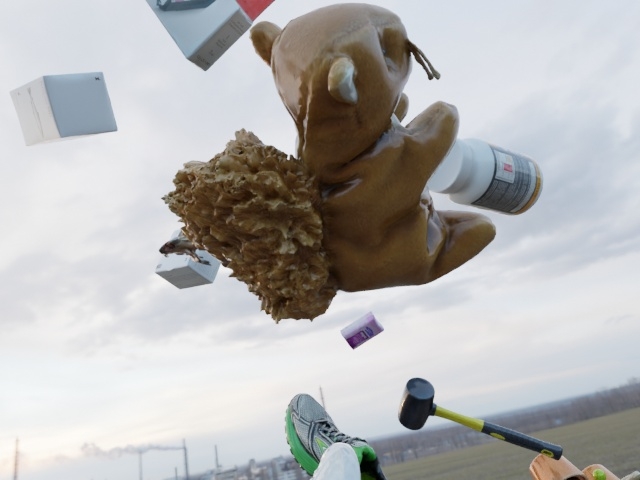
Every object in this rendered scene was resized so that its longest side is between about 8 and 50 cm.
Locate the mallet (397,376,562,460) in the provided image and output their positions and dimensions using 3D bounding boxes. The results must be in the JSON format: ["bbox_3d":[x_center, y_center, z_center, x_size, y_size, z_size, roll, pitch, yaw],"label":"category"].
[{"bbox_3d":[0.187,0.212,0.572,0.189,0.039,0.062,9,-60,19],"label":"mallet"}]

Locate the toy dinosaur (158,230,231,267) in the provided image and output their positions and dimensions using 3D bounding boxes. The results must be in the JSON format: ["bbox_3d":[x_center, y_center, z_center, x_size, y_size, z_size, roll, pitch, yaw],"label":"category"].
[{"bbox_3d":[-0.220,0.024,1.157,0.200,0.127,0.295,-35,-52,19],"label":"toy dinosaur"}]

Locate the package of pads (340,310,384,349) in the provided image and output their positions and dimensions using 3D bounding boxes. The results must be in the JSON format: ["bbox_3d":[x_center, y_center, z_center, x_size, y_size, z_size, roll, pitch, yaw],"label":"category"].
[{"bbox_3d":[0.089,0.192,1.025,0.083,0.032,0.050,-33,-61,7],"label":"package of pads"}]

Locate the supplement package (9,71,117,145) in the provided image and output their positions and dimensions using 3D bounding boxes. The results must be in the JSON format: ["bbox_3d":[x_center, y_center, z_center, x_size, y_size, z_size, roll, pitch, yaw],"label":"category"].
[{"bbox_3d":[-0.468,-0.236,0.873,0.179,0.105,0.105,3,19,42],"label":"supplement package"}]

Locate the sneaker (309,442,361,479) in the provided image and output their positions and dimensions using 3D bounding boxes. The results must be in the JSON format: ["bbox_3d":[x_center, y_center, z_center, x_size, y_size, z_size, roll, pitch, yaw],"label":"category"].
[{"bbox_3d":[-0.015,0.333,0.575,0.123,0.106,0.290,6,7,2],"label":"sneaker"}]

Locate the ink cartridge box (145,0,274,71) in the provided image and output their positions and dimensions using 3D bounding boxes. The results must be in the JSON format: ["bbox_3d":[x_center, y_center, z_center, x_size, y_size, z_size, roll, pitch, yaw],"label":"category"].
[{"bbox_3d":[-0.202,-0.482,0.856,0.239,0.275,0.060,-39,-17,13],"label":"ink cartridge box"}]

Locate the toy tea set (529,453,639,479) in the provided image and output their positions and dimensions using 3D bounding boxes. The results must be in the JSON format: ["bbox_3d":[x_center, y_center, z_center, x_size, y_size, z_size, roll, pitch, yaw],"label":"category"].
[{"bbox_3d":[0.460,0.477,0.800,0.336,0.124,0.200,26,-76,-24],"label":"toy tea set"}]

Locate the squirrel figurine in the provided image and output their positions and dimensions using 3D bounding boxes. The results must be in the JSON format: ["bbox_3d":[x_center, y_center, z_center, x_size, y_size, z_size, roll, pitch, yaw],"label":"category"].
[{"bbox_3d":[0.004,-0.087,0.630,0.397,0.281,0.370,-34,-37,-8],"label":"squirrel figurine"}]

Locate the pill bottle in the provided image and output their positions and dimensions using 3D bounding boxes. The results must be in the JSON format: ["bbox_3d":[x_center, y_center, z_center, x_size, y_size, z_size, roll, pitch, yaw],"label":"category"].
[{"bbox_3d":[0.387,-0.155,1.155,0.278,0.162,0.162,9,-31,-32],"label":"pill bottle"}]

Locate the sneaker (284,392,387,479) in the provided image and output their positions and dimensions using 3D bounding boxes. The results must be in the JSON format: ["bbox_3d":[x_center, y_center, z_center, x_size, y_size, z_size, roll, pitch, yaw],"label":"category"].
[{"bbox_3d":[0.049,0.456,1.038,0.134,0.343,0.146,0,-57,-44],"label":"sneaker"}]

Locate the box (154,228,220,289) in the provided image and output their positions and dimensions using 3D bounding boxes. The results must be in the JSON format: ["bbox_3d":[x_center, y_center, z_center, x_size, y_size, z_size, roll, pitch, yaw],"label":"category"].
[{"bbox_3d":[-0.428,0.052,1.612,0.181,0.182,0.119,-12,-41,36],"label":"box"}]
